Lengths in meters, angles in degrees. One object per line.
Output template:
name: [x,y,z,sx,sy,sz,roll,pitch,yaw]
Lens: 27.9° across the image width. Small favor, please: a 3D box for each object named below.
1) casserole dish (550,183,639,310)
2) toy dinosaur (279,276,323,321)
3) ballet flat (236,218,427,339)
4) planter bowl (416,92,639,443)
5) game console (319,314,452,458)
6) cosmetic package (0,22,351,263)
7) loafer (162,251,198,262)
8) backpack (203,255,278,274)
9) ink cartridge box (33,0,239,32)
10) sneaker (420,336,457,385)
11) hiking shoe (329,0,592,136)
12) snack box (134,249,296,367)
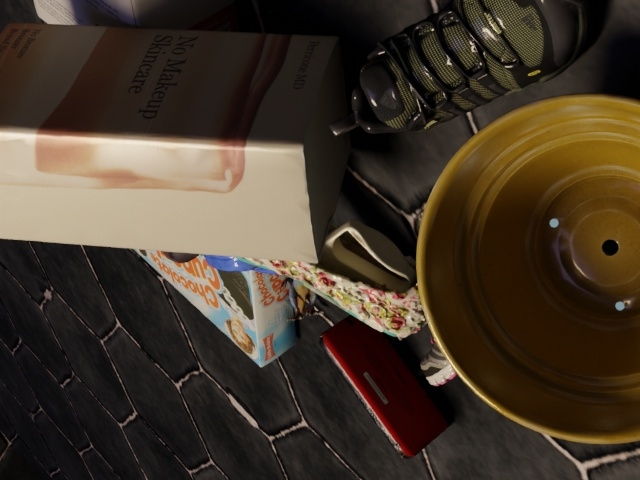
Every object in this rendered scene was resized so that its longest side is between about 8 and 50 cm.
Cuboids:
casserole dish: [0.182,0.013,0.920,0.188,0.037,0.114,54,154,5]
toy dinosaur: [-0.027,0.040,1.324,0.090,0.047,0.082,178,80,-73]
ballet flat: [0.000,0.000,1.124,0.241,0.091,0.077,27,133,-5]
planter bowl: [0.177,0.011,0.817,0.217,0.090,0.217,5,103,21]
game console: [0.051,0.146,1.259,0.144,0.124,0.085,53,128,6]
cosmetic package: [-0.135,-0.085,1.067,0.296,0.153,0.129,4,135,11]
loafer: [-0.193,-0.113,1.317,0.303,0.109,0.095,65,159,16]
backpack: [-0.058,-0.016,1.217,0.098,0.120,0.101,0,120,60]
ink cartridge box: [-0.182,-0.289,1.125,0.197,0.114,0.273,39,151,33]
sneaker: [0.116,0.059,1.064,0.075,0.063,0.170,49,149,15]
hiking shoe: [0.088,-0.114,0.847,0.086,0.114,0.227,56,155,1]
snack box: [-0.151,-0.020,1.447,0.322,0.060,0.187,39,148,34]
